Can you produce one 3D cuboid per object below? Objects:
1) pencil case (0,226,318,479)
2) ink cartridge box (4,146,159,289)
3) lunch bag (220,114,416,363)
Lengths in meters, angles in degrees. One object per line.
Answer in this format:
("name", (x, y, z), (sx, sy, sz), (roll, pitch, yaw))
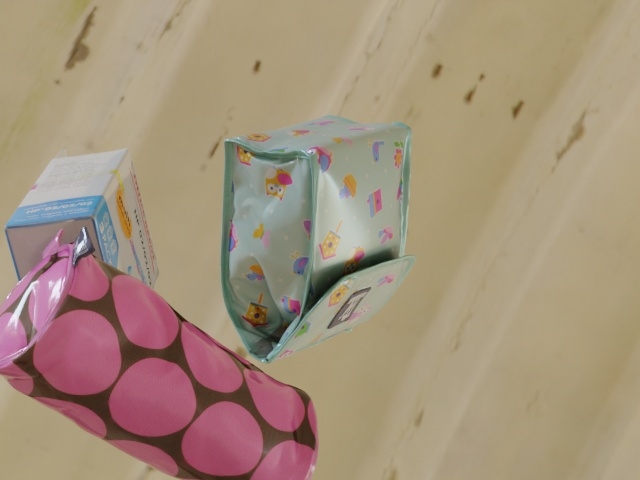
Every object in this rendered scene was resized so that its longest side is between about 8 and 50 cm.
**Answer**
("pencil case", (-0.095, 0.083, 0.722), (0.095, 0.098, 0.209), (-38, -60, 24))
("ink cartridge box", (-0.158, 0.002, 0.826), (0.061, 0.181, 0.104), (-9, -69, 3))
("lunch bag", (0.000, 0.000, 1.375), (0.160, 0.223, 0.262), (10, -73, 33))
